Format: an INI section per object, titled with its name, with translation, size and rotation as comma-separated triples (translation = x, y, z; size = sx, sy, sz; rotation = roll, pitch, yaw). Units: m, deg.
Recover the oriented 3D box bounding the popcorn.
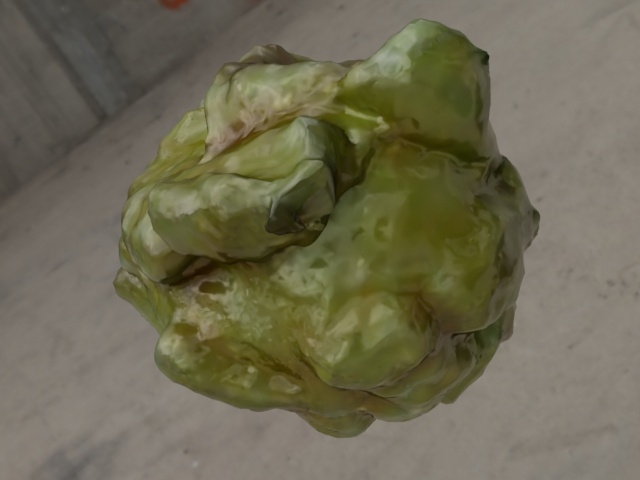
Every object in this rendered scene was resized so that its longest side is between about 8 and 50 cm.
[popcorn]
translation = 0.003, 0.002, 0.849
size = 0.274, 0.279, 0.335
rotation = -37, 25, -5
